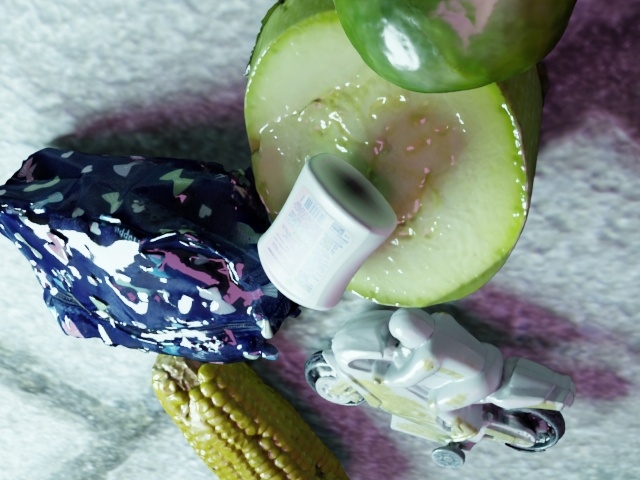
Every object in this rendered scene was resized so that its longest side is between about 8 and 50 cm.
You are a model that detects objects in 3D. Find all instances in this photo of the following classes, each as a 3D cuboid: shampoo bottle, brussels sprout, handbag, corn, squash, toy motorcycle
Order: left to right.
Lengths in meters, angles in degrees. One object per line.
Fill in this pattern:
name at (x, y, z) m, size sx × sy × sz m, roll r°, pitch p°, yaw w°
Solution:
handbag at (-0.132, 0.012, 0.992) m, size 0.260 × 0.113 × 0.162 m, roll 5°, pitch 131°, yaw 36°
corn at (-0.056, 0.179, 1.162) m, size 0.097 × 0.097 × 0.261 m, roll -20°, pitch 123°, yaw 29°
shampoo bottle at (0.000, 0.000, 0.871) m, size 0.072 × 0.043 × 0.099 m, roll 46°, pitch 129°, yaw 15°
squash at (0.039, -0.074, 0.888) m, size 0.220 × 0.133 × 0.220 m, roll 10°, pitch 130°, yaw 12°
toy motorcycle at (0.092, 0.110, 1.074) m, size 0.229 × 0.074 × 0.151 m, roll 14°, pitch 140°, yaw 15°
brussels sprout at (0.078, -0.168, 0.747) m, size 0.144 × 0.180 × 0.161 m, roll 11°, pitch 123°, yaw -5°
